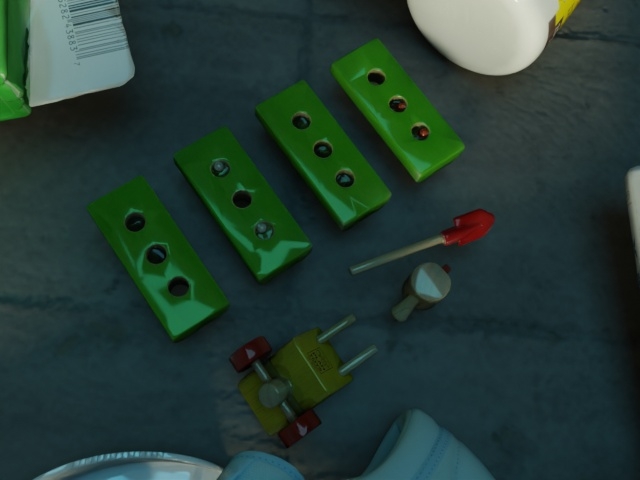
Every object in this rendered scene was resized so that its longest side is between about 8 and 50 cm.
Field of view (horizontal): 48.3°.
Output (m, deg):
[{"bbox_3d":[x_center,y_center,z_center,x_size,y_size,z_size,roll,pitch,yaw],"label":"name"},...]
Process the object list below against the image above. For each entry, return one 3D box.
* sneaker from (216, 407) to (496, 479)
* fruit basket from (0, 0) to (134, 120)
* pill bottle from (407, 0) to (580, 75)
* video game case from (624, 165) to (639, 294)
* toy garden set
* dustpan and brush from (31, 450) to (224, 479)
[{"bbox_3d":[-0.044,0.199,0.366,0.366,0.135,0.150,-15,59,-39],"label":"sneaker"},{"bbox_3d":[-0.318,-0.232,0.446,0.327,0.165,0.353,-15,83,-14],"label":"fruit basket"},{"bbox_3d":[0.169,-0.239,0.552,0.117,0.117,0.215,37,73,5],"label":"pill bottle"},{"bbox_3d":[0.382,0.078,0.436,0.329,0.036,0.300,-7,83,16],"label":"video game case"},{"bbox_3d":[0.000,0.000,0.500,0.244,0.049,0.204,-33,78,-15],"label":"toy garden set"},{"bbox_3d":[-0.170,0.185,0.414,0.211,0.060,0.147,13,72,-3],"label":"dustpan and brush"}]
